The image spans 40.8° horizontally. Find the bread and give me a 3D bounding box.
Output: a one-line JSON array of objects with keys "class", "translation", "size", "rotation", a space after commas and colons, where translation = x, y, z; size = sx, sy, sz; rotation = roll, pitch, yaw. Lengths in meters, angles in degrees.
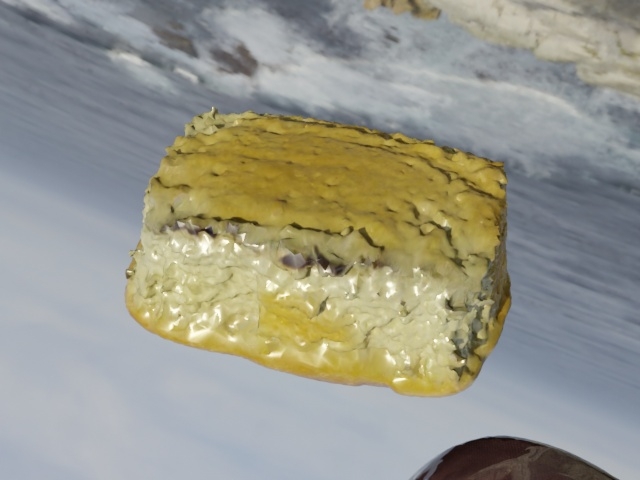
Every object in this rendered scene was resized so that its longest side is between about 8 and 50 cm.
[{"class": "bread", "translation": [0.000, 0.000, 0.544], "size": [0.245, 0.174, 0.121], "rotation": [9, 127, 11]}]

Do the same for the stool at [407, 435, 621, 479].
[{"class": "stool", "translation": [0.047, 0.227, 0.332], "size": [0.178, 0.272, 0.272], "rotation": [-10, -169, -27]}]
